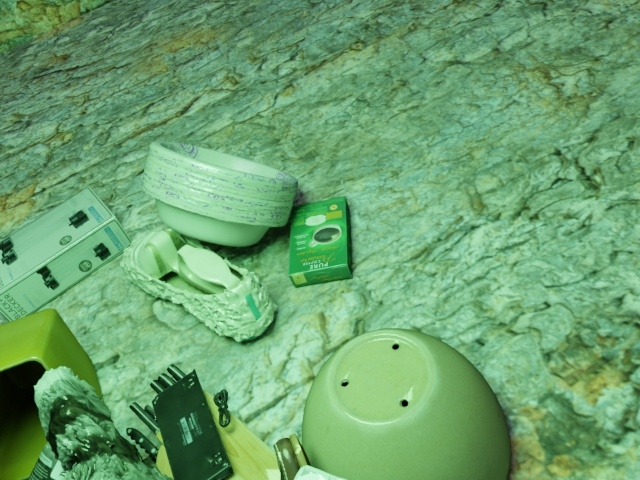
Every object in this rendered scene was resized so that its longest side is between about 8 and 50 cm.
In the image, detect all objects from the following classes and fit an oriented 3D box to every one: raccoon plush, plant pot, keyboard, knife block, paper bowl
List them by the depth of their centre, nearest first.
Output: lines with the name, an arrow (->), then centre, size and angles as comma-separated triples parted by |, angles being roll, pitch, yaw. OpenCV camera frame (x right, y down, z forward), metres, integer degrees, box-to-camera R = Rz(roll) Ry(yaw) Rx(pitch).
raccoon plush -> -0.280, 0.391, 0.698 | 0.299, 0.216, 0.446 | -50, 39, -8
plant pot -> 0.095, 0.224, 0.800 | 0.284, 0.191, 0.284 | -10, 46, 11
keyboard -> -0.166, 0.256, 0.854 | 0.108, 0.023, 0.180 | -34, 43, -3
knife block -> -0.151, 0.280, 0.904 | 0.276, 0.088, 0.242 | -13, 44, 12
plant pot -> -0.479, 0.236, 1.001 | 0.212, 0.212, 0.187 | -20, 31, 0
paper bowl -> -0.195, -0.084, 1.175 | 0.284, 0.284, 0.148 | 26, 104, 37

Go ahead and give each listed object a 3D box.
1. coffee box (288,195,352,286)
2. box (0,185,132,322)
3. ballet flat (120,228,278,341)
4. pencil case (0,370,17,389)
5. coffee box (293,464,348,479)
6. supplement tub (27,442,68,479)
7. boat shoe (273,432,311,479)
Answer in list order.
coffee box -> 0.000, 0.000, 1.157 | 0.113, 0.040, 0.184 | -11, 44, 10
box -> -0.563, 0.026, 1.304 | 0.290, 0.087, 0.169 | -36, 46, -15
ballet flat -> -0.242, 0.046, 1.137 | 0.409, 0.147, 0.147 | 21, 58, 35
pencil case -> -0.622, 0.244, 1.131 | 0.152, 0.064, 0.070 | -5, 30, 17
coffee box -> 0.099, 0.446, 0.476 | 0.338, 0.338, 0.334 | 11, 53, 29
supplement tub -> -0.350, 0.354, 0.853 | 0.117, 0.117, 0.190 | 14, 74, 31
boat shoe -> -0.023, 0.337, 0.739 | 0.073, 0.206, 0.073 | -18, 3, -5
